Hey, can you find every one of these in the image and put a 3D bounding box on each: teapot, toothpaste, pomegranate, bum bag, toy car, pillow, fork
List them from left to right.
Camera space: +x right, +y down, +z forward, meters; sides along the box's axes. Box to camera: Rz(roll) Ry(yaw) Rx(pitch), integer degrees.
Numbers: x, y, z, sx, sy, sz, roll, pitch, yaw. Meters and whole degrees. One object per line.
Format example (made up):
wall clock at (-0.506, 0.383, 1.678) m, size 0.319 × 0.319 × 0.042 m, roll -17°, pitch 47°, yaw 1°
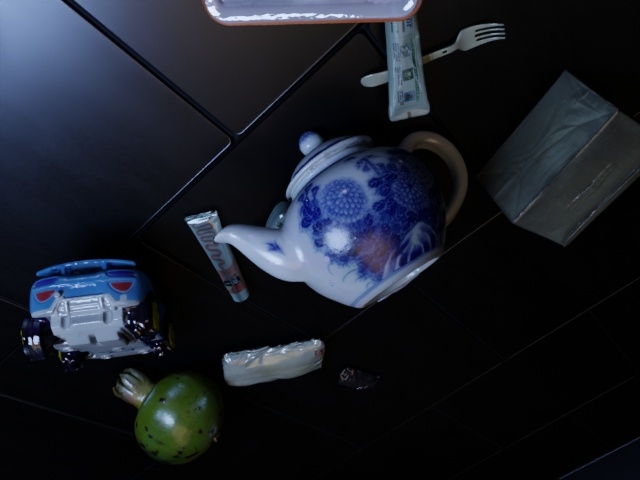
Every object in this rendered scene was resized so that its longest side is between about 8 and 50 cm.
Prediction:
toy car at (-0.361, 0.121, 0.887) m, size 0.198 × 0.166 × 0.314 m, roll -6°, pitch 161°, yaw -8°
pomegranate at (-0.320, 0.355, 1.098) m, size 0.247 × 0.202 × 0.202 m, roll 34°, pitch 119°, yaw -2°
toothpaste at (-0.177, 0.030, 0.940) m, size 0.056 × 0.036 × 0.205 m, roll -17°, pitch 129°, yaw 2°
pillow at (-0.103, 0.269, 1.158) m, size 0.229 × 0.051 × 0.128 m, roll -9°, pitch 139°, yaw -7°
teapot at (0.049, -0.053, 0.795) m, size 0.423 × 0.280 × 0.252 m, roll -27°, pitch 166°, yaw -20°
bum bag at (0.093, 0.342, 1.288) m, size 0.124 × 0.034 × 0.058 m, roll 28°, pitch 109°, yaw -34°
toothpaste at (0.117, -0.274, 0.738) m, size 0.064 × 0.041 × 0.218 m, roll -12°, pitch 126°, yaw 2°
fork at (0.165, -0.275, 0.782) m, size 0.219 × 0.029 × 0.034 m, roll -20°, pitch 140°, yaw 7°

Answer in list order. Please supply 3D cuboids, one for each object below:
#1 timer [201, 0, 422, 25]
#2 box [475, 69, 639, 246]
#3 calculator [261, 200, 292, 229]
timer at (-0.025, -0.374, 0.550) m, size 0.249 × 0.161 × 0.258 m, roll -7°, pitch 132°, yaw 0°
box at (0.417, -0.131, 0.887) m, size 0.148 × 0.155 × 0.231 m, roll 18°, pitch 124°, yaw -28°
calculator at (0.000, 0.000, 0.954) m, size 0.245 × 0.045 × 0.141 m, roll 6°, pitch 128°, yaw -21°
